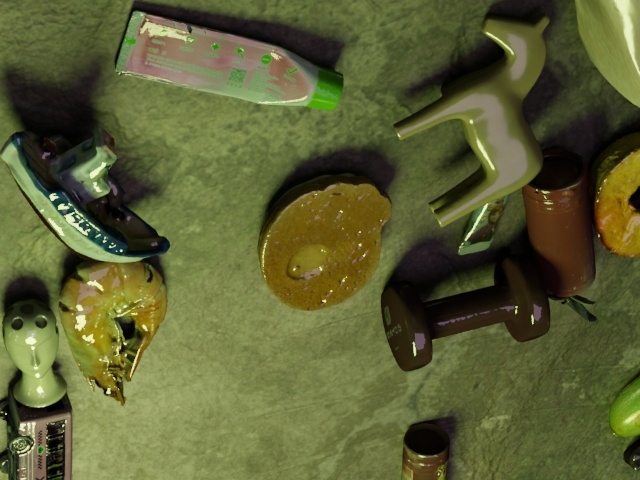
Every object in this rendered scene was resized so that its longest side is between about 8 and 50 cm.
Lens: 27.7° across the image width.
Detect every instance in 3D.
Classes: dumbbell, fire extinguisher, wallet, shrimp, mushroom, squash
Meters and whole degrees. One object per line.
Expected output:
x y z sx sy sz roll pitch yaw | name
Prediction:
0.206 0.103 1.859 0.225 0.124 0.140 -13 168 -14 | dumbbell
0.348 0.003 1.862 0.104 0.105 0.269 -20 130 -7 | fire extinguisher
0.151 0.409 2.127 0.106 0.075 0.252 7 129 7 | fire extinguisher
0.586 0.323 2.172 0.182 0.049 0.229 -37 167 2 | wallet
-0.273 0.122 1.735 0.145 0.061 0.267 -16 129 -22 | shrimp
0.369 -0.340 1.581 0.137 0.154 0.407 -20 123 1 | mushroom
0.553 0.258 2.153 0.188 0.095 0.095 -39 130 11 | squash

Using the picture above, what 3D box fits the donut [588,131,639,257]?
0.457 -0.073 1.869 0.174 0.075 0.190 -31 127 4 | donut

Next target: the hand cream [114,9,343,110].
-0.106 -0.207 1.561 0.275 0.050 0.079 11 96 -23 | hand cream

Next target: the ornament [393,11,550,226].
0.217 -0.167 1.692 0.244 0.061 0.230 -28 114 3 | ornament

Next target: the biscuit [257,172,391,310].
0.000 0.000 1.754 0.181 0.049 0.208 -5 127 -19 | biscuit

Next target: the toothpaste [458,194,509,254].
0.245 -0.068 1.812 0.062 0.037 0.216 -8 132 -32 | toothpaste

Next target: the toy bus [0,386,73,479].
-0.388 0.287 1.794 0.098 0.087 0.178 -8 127 -24 | toy bus

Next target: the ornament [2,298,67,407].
-0.373 0.146 1.697 0.074 0.081 0.156 -7 133 -12 | ornament

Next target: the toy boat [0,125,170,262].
-0.268 -0.056 1.552 0.115 0.114 0.262 -23 137 12 | toy boat
